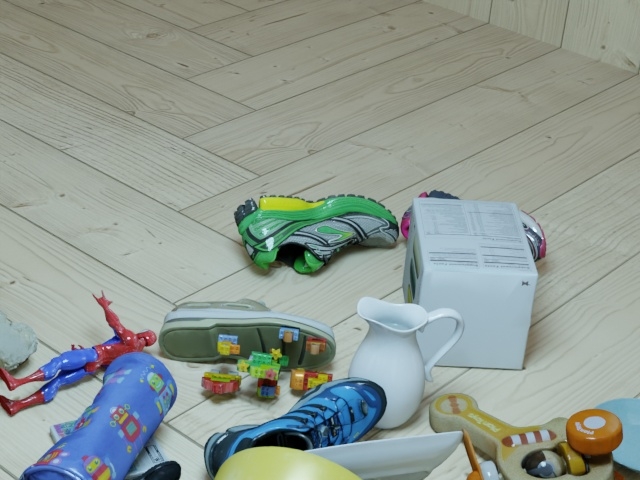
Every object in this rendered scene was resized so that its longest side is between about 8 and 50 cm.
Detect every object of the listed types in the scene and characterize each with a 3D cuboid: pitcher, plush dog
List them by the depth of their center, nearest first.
[{"bbox_3d":[0.135,0.196,2.071,0.177,0.207,0.125,2,29,-7],"label":"pitcher"},{"bbox_3d":[-0.630,0.135,2.113,0.262,0.211,0.225,-24,17,-40],"label":"plush dog"}]

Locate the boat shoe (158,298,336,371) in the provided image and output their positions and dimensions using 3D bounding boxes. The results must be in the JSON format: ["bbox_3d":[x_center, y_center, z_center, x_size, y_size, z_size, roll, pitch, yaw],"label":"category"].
[{"bbox_3d":[-0.120,0.149,2.212,0.302,0.113,0.103,6,35,3],"label":"boat shoe"}]

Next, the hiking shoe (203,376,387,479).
[{"bbox_3d":[-0.018,0.299,1.929,0.304,0.113,0.132,-23,12,-22],"label":"hiking shoe"}]

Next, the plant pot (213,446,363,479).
[{"bbox_3d":[-0.055,0.430,1.619,0.254,0.254,0.239,13,46,14],"label":"plant pot"}]

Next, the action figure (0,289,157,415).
[{"bbox_3d":[-0.409,0.179,2.132,0.280,0.091,0.139,-16,45,-33],"label":"action figure"}]

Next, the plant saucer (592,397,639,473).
[{"bbox_3d":[0.520,0.325,2.074,0.195,0.037,0.195,3,29,-2],"label":"plant saucer"}]

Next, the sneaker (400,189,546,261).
[{"bbox_3d":[0.302,-0.006,2.554,0.299,0.121,0.112,13,34,27],"label":"sneaker"}]

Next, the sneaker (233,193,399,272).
[{"bbox_3d":[0.000,0.000,2.518,0.343,0.134,0.146,-3,66,-26],"label":"sneaker"}]

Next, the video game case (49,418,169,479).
[{"bbox_3d":[-0.323,0.318,1.977,0.143,0.019,0.157,-11,34,-25],"label":"video game case"}]

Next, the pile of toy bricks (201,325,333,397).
[{"bbox_3d":[-0.086,0.205,2.098,0.212,0.118,0.105,5,11,3],"label":"pile of toy bricks"}]

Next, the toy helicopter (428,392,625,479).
[{"bbox_3d":[0.283,0.327,1.984,0.235,0.140,0.355,-26,30,-29],"label":"toy helicopter"}]

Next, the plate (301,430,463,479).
[{"bbox_3d":[0.036,0.336,1.810,0.278,0.277,0.045,-5,68,-16],"label":"plate"}]

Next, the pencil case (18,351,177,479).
[{"bbox_3d":[-0.320,0.292,1.888,0.133,0.119,0.306,-32,14,32],"label":"pencil case"}]

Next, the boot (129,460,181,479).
[{"bbox_3d":[-0.234,0.375,1.862,0.121,0.045,0.099,-22,36,-28],"label":"boot"}]

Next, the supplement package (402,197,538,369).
[{"bbox_3d":[0.260,0.073,2.315,0.198,0.199,0.263,3,30,-3],"label":"supplement package"}]
